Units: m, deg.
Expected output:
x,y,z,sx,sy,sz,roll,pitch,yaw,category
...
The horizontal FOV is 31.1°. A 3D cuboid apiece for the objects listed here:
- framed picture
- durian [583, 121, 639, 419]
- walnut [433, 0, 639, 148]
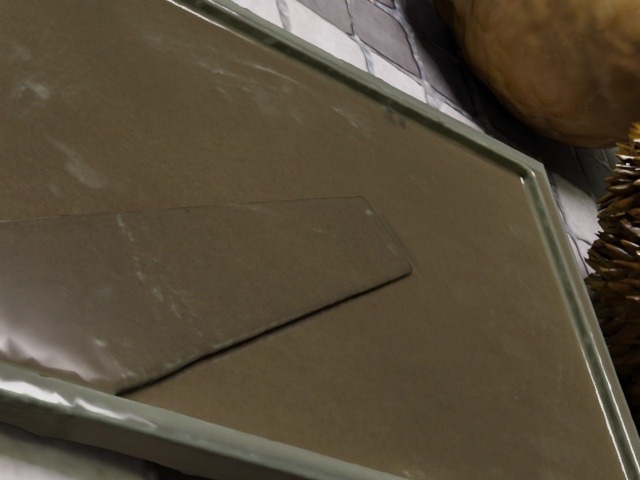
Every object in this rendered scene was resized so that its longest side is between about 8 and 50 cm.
x,y,z,sx,sy,sz,roll,pitch,yaw,category
0.000,0.000,0.610,0.446,0.028,0.326,23,39,-31,framed picture
0.379,0.046,0.816,0.348,0.385,0.347,-32,127,-56,durian
0.252,-0.239,1.035,0.344,0.306,0.306,16,43,-57,walnut
